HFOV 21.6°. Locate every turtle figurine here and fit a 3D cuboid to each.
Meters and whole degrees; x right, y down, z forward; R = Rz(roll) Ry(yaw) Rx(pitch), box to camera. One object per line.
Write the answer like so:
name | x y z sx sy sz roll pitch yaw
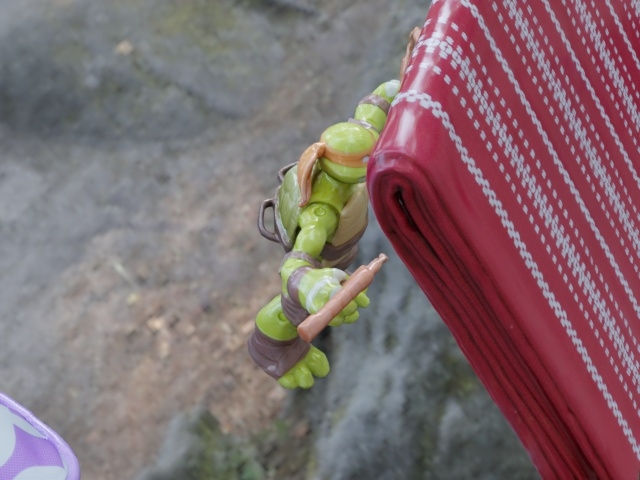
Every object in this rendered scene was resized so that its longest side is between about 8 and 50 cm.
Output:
turtle figurine | 0.000 0.000 1.078 0.087 0.217 0.269 16 50 1

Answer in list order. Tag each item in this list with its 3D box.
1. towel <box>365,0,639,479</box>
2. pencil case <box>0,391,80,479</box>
towel | 0.097 -0.046 0.693 0.031 0.199 0.275 -13 37 30
pencil case | -0.146 0.129 0.467 0.086 0.088 0.206 30 99 14
